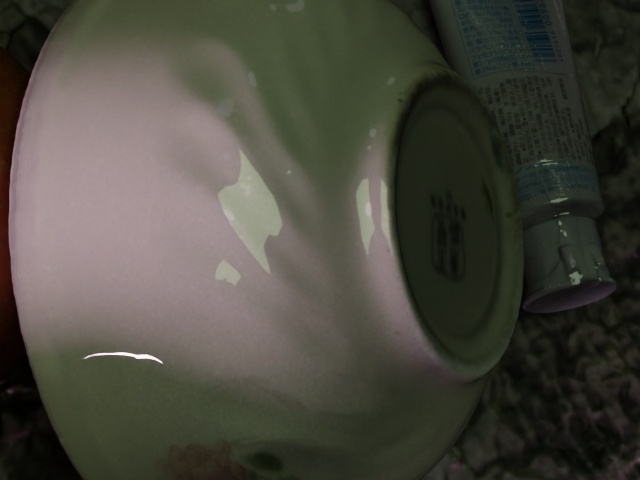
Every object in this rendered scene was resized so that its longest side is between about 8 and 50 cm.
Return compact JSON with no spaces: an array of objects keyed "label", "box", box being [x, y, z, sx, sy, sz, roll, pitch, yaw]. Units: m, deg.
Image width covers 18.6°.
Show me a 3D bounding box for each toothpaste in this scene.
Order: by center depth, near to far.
[{"label":"toothpaste","box":[0.108,-0.079,1.050,0.089,0.057,0.234,-4,73,-23]}]

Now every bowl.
[{"label":"bowl","box":[0.000,0.000,0.866,0.277,0.145,0.277,25,61,-57]}]

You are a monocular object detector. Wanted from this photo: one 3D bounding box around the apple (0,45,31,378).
[{"label":"apple","box":[-0.194,-0.009,0.860,0.181,0.168,0.181,2,82,-13]}]
